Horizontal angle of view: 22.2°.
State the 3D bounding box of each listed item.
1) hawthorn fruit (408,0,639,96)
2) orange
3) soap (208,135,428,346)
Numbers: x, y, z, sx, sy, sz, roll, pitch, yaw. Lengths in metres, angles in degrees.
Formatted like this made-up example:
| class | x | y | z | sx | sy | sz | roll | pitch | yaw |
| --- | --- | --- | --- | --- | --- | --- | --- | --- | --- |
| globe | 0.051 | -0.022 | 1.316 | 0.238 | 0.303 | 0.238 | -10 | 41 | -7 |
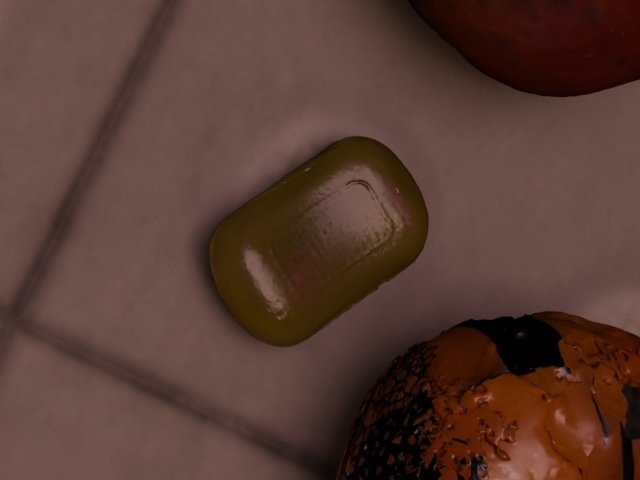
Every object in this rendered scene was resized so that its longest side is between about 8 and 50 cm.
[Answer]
| class | x | y | z | sx | sy | sz | roll | pitch | yaw |
| --- | --- | --- | --- | --- | --- | --- | --- | --- | --- |
| hawthorn fruit | 0.179 | -0.230 | 0.904 | 0.276 | 0.307 | 0.276 | 6 | 79 | -35 |
| orange | 0.121 | 0.154 | 0.932 | 0.234 | 0.182 | 0.234 | 4 | 83 | -32 |
| soap | -0.001 | 0.000 | 0.960 | 0.140 | 0.045 | 0.089 | -35 | 104 | -19 |
